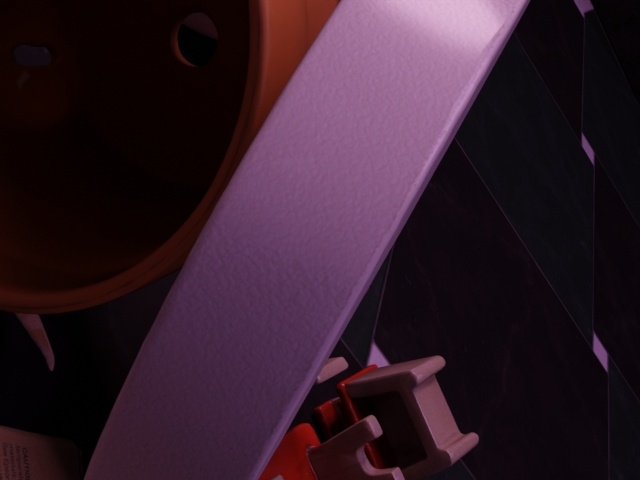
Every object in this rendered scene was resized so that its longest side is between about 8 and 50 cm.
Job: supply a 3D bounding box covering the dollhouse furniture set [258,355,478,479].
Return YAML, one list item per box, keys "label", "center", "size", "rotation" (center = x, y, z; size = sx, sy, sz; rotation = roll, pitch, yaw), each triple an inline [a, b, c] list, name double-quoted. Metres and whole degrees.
- label: "dollhouse furniture set"
  center: [-0.004, 0.178, 1.014]
  size: [0.259, 0.135, 0.262]
  rotation: [-22, 87, -53]

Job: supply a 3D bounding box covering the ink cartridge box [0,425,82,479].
- label: "ink cartridge box"
  center: [-0.194, 0.198, 0.626]
  size: [0.193, 0.088, 0.234]
  rotation: [30, 42, -53]

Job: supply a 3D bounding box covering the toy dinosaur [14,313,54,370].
- label: "toy dinosaur"
  center: [-0.201, -0.001, 0.852]
  size: [0.093, 0.053, 0.183]
  rotation: [-28, 86, -50]

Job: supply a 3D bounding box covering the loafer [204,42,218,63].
- label: "loafer"
  center: [-0.046, -0.158, 1.263]
  size: [0.170, 0.062, 0.061]
  rotation: [-15, 118, -51]

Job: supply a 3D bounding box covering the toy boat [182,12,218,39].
- label: "toy boat"
  center: [-0.055, -0.299, 1.238]
  size: [0.318, 0.148, 0.267]
  rotation: [6, 57, -58]

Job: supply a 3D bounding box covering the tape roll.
- label: "tape roll"
  center: [0.000, 0.000, 0.720]
  size: [0.072, 0.392, 0.392]
  rotation: [30, 28, 3]

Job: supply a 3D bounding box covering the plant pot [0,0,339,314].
- label: "plant pot"
  center: [-0.115, -0.117, 0.777]
  size: [0.203, 0.291, 0.290]
  rotation: [-16, 83, -63]
